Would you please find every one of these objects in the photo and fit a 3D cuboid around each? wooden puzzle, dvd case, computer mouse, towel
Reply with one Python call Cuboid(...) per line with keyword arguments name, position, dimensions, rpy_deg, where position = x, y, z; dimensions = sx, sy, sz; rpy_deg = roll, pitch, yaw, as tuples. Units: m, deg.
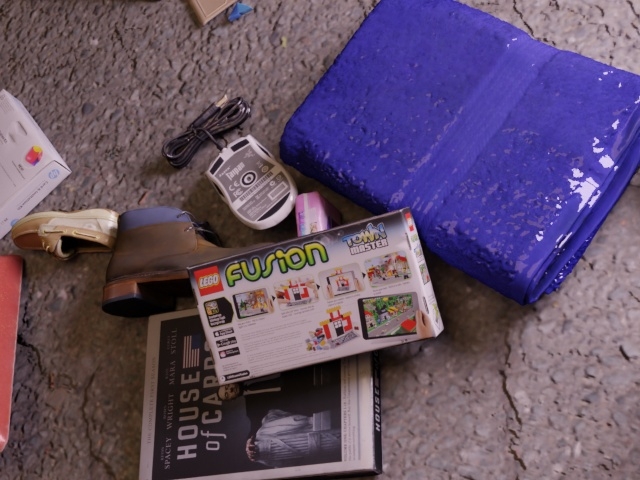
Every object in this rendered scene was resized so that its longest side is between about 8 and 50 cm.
Cuboid(name="wooden puzzle", position=(-0.118, -0.286, 1.228), dimensions=(0.079, 0.014, 0.116), rpy_deg=(-31, 58, 16))
Cuboid(name="dvd case", position=(-0.058, 0.139, 1.003), dimensions=(0.239, 0.029, 0.179), rpy_deg=(-10, 64, 21))
Cuboid(name="computer mouse", position=(-0.081, -0.069, 1.100), dimensions=(0.106, 0.042, 0.193), rpy_deg=(-40, 52, 0))
Cuboid(name="towel", position=(0.134, -0.095, 0.992), dimensions=(0.308, 0.076, 0.227), rpy_deg=(32, 80, 31))

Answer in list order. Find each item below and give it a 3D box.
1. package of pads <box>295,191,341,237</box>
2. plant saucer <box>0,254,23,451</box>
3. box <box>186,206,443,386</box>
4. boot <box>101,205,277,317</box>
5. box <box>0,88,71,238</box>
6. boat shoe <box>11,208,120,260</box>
Cuboid(name="package of pads", position=(0.000, 0.000, 1.022), dimensions=(0.032, 0.050, 0.083), rpy_deg=(-17, 62, 24))
Cuboid(name="plant saucer", position=(-0.439, 0.145, 1.137), dimensions=(0.258, 0.047, 0.259), rpy_deg=(-24, 47, 15))
Cuboid(name="box", position=(-0.006, 0.051, 0.949), dimensions=(0.207, 0.036, 0.114), rpy_deg=(-14, 92, 18))
Cuboid(name="boot", position=(-0.123, 0.004, 1.062), dimensions=(0.219, 0.082, 0.106), rpy_deg=(-12, 66, 23))
Cuboid(name="box", position=(-0.395, -0.066, 1.250), dimensions=(0.186, 0.038, 0.145), rpy_deg=(-44, 57, 3))
Cuboid(name="boat shoe", position=(-0.276, -0.003, 1.157), dimensions=(0.135, 0.050, 0.045), rpy_deg=(-8, 60, 22))
